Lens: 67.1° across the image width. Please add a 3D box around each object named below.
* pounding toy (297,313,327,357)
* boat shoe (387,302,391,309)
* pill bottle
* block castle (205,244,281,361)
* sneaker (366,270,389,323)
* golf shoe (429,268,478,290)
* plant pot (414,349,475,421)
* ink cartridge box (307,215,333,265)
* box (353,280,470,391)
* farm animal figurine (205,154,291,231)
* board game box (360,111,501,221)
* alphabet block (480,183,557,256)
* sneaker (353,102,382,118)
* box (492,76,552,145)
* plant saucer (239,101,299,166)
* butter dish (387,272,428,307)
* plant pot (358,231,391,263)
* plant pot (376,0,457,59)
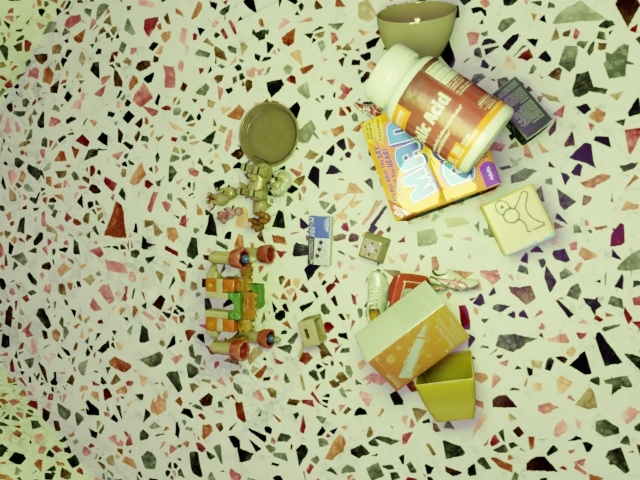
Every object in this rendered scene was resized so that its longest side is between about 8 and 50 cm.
[{"bbox_3d":[-0.045,0.396,2.019,0.100,0.130,0.141,-16,88,18],"label":"pounding toy"},{"bbox_3d":[0.290,0.285,1.955,0.038,0.046,0.125,-10,98,14],"label":"boat shoe"},{"bbox_3d":[0.342,-0.399,1.434,0.392,0.224,0.224,38,103,12],"label":"pill bottle"},{"bbox_3d":[-0.301,0.246,2.005,0.213,0.303,0.453,2,93,24],"label":"block castle"},{"bbox_3d":[0.228,0.236,1.946,0.087,0.092,0.228,-3,91,19],"label":"sneaker"},{"bbox_3d":[0.514,0.153,1.864,0.186,0.067,0.086,0,91,18],"label":"golf shoe"},{"bbox_3d":[0.490,0.562,1.833,0.212,0.212,0.187,-13,102,18],"label":"plant pot"},{"bbox_3d":[0.000,0.000,2.028,0.097,0.046,0.207,4,94,16],"label":"ink cartridge box"},{"bbox_3d":[0.338,0.357,1.803,0.345,0.168,0.215,-39,119,5],"label":"box"},{"bbox_3d":[-0.292,-0.196,2.049,0.330,0.172,0.326,33,104,25],"label":"farm animal figurine"},{"bbox_3d":[0.399,-0.293,1.725,0.356,0.356,0.356,-20,86,17],"label":"board game box"},{"bbox_3d":[0.701,-0.072,1.729,0.192,0.193,0.197,-24,85,16],"label":"alphabet block"},{"bbox_3d":[0.195,-0.539,1.940,0.118,0.042,0.067,33,106,5],"label":"sneaker"},{"bbox_3d":[0.710,-0.458,1.727,0.108,0.153,0.207,-39,83,15],"label":"box"},{"bbox_3d":[-0.217,-0.453,2.075,0.278,0.041,0.277,1,93,18],"label":"plant saucer"},{"bbox_3d":[0.326,0.199,1.906,0.118,0.160,0.160,23,102,59],"label":"butter dish"},{"bbox_3d":[0.209,0.032,1.938,0.109,0.096,0.109,19,99,15],"label":"plant pot"},{"bbox_3d":[0.354,-0.748,1.786,0.284,0.284,0.191,4,129,17],"label":"plant pot"}]
